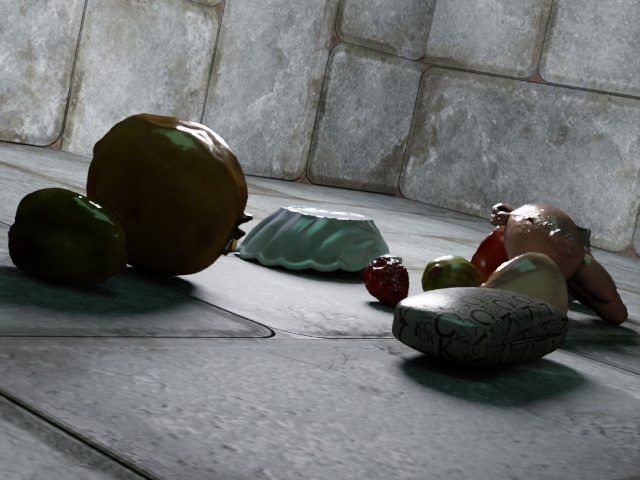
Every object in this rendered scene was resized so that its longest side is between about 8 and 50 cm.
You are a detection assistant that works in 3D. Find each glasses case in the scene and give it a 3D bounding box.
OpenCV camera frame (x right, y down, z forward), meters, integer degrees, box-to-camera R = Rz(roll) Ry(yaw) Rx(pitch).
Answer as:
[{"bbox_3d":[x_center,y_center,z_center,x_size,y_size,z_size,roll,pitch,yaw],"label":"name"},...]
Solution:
[{"bbox_3d":[0.210,0.107,1.571,0.137,0.085,0.355,16,8,28],"label":"glasses case"}]

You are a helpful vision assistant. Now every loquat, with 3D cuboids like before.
[{"bbox_3d":[-0.215,-0.060,1.701,0.238,0.238,0.193,13,23,12],"label":"loquat"}]

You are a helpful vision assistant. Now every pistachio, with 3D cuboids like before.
[{"bbox_3d":[-0.317,-0.009,1.514,0.189,0.110,0.100,19,19,38],"label":"pistachio"}]

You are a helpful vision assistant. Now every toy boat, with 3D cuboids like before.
[{"bbox_3d":[0.000,0.000,2.114,0.290,0.100,0.199,6,9,-32],"label":"toy boat"}]

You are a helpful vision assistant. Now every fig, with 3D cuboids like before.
[{"bbox_3d":[0.235,0.070,1.956,0.166,0.093,0.093,9,7,-35],"label":"fig"}]

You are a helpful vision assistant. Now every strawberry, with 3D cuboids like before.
[{"bbox_3d":[0.107,0.066,1.869,0.073,0.073,0.083,8,21,-32],"label":"strawberry"}]

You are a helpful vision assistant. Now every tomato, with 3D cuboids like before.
[{"bbox_3d":[0.336,0.041,2.241,0.091,0.139,0.159,43,-11,23],"label":"tomato"}]

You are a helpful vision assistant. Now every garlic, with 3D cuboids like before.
[{"bbox_3d":[0.339,0.091,1.948,0.115,0.128,0.207,41,11,24],"label":"garlic"}]

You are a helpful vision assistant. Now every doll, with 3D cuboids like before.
[{"bbox_3d":[0.408,0.068,2.122,0.303,0.156,0.201,47,-8,-33],"label":"doll"}]

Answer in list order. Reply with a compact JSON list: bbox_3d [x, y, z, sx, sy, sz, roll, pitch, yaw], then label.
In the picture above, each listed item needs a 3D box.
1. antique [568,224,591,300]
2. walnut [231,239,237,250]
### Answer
[{"bbox_3d":[0.419,0.030,2.383,0.147,0.151,0.148,16,9,37],"label":"antique"},{"bbox_3d":[-0.195,-0.018,2.119,0.121,0.052,0.091,14,3,4],"label":"walnut"}]
